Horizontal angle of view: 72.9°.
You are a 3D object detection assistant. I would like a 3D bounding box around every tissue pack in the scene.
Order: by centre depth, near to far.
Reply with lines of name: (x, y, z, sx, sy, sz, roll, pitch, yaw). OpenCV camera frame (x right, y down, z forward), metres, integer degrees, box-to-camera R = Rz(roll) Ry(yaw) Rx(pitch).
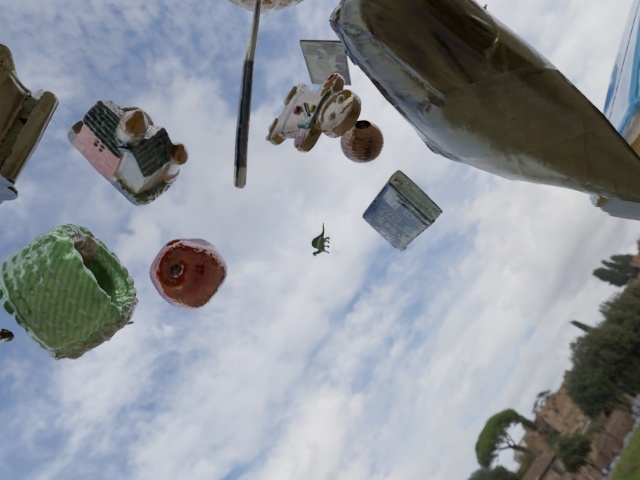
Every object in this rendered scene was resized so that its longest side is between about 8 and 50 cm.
tissue pack: (0.230, -0.079, 1.258, 0.073, 0.173, 0.235, -45, -7, -23)

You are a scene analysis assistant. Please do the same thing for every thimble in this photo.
thimble: (-0.436, 0.090, 0.760, 0.150, 0.219, 0.219, -35, -46, -6)

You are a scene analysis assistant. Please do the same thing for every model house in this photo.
model house: (-0.461, -0.264, 1.102, 0.271, 0.301, 0.190, 49, -125, -12)

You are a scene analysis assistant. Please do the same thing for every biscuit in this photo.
biscuit: (-0.018, -0.297, 0.997, 0.049, 0.301, 0.197, 24, -90, -39)

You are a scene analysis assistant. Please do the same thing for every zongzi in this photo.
zongzi: (0.189, -0.178, 0.496, 0.323, 0.360, 0.160, 29, -74, -34)

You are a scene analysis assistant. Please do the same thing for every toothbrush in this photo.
toothbrush: (-0.096, -0.209, 0.561, 0.024, 0.026, 0.288, -24, -55, -62)

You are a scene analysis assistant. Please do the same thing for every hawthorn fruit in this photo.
hawthorn fruit: (-0.316, 0.075, 1.028, 0.189, 0.189, 0.189, -22, -54, -35)

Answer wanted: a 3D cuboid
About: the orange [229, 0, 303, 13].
orange: (-0.145, -0.731, 1.083, 0.329, 0.329, 0.249, -29, -15, -31)

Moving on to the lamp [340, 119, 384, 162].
lamp: (0.129, -0.303, 1.337, 0.136, 0.136, 0.136, -22, -54, -35)

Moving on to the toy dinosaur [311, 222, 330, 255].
toy dinosaur: (0.000, 0.001, 1.392, 0.060, 0.029, 0.119, 0, -63, 0)

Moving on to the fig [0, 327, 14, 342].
fig: (-0.525, 0.134, 0.628, 0.155, 0.103, 0.109, 14, -76, -62)

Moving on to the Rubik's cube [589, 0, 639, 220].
Rubik's cube: (0.656, -0.230, 0.675, 0.351, 0.347, 0.352, -70, -27, -18)

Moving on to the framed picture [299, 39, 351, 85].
framed picture: (0.020, -0.548, 1.346, 0.201, 0.136, 0.010, 61, -143, -71)

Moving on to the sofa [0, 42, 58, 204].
sofa: (-0.582, -0.184, 0.719, 0.182, 0.258, 0.200, 59, -144, -59)
